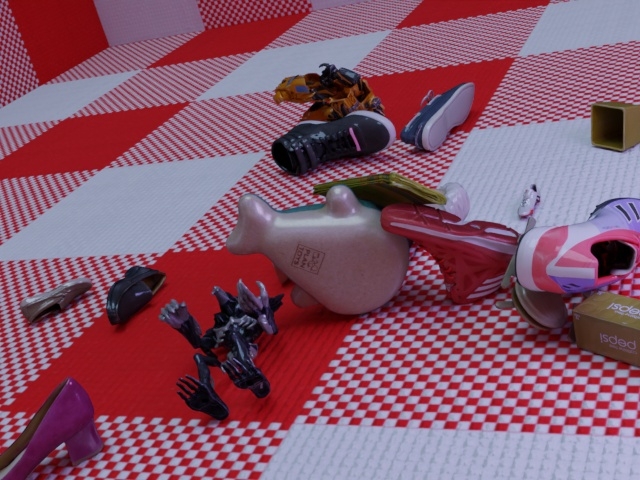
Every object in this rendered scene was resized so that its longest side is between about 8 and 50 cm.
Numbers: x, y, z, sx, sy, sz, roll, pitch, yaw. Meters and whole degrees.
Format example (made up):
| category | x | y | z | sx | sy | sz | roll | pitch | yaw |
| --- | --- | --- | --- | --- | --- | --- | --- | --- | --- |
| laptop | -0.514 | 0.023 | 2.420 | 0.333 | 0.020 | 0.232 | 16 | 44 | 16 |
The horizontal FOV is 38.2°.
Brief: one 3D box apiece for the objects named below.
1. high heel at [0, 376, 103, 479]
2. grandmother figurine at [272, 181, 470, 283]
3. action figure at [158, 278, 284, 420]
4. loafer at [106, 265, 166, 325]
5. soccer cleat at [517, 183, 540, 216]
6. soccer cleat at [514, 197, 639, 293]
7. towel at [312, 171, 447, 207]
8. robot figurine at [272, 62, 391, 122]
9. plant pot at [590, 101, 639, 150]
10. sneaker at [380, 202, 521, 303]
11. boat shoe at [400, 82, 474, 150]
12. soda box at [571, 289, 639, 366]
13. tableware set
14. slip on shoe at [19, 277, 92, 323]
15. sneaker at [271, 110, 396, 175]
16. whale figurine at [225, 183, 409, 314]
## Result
| category | x | y | z | sx | sy | sz | roll | pitch | yaw |
| --- | --- | --- | --- | --- | --- | --- | --- | --- | --- |
| high heel | -0.408 | 0.274 | 1.200 | 0.244 | 0.117 | 0.082 | -23 | 25 | -16 |
| grandmother figurine | 0.085 | -0.019 | 1.555 | 0.343 | 0.104 | 0.207 | -16 | 45 | 3 |
| action figure | -0.134 | 0.126 | 1.331 | 0.164 | 0.141 | 0.275 | -25 | 25 | 8 |
| loafer | -0.323 | 0.091 | 1.614 | 0.061 | 0.062 | 0.170 | -4 | 27 | 13 |
| soccer cleat | 0.353 | -0.068 | 1.573 | 0.029 | 0.035 | 0.083 | 2 | 29 | 33 |
| soccer cleat | 0.393 | 0.011 | 1.243 | 0.318 | 0.108 | 0.116 | -13 | 17 | -42 |
| towel | 0.084 | -0.068 | 1.402 | 0.237 | 0.102 | 0.021 | -2 | 67 | 61 |
| robot figurine | 0.028 | -0.305 | 2.107 | 0.291 | 0.211 | 0.085 | 11 | 57 | 52 |
| plant pot | 0.564 | -0.220 | 1.726 | 0.083 | 0.081 | 0.081 | -16 | 22 | -27 |
| sneaker | 0.178 | 0.029 | 1.332 | 0.221 | 0.128 | 0.087 | 13 | 22 | -11 |
| boat shoe | 0.259 | -0.274 | 2.013 | 0.079 | 0.095 | 0.254 | 14 | 45 | 30 |
| soda box | 0.399 | 0.116 | 1.125 | 0.061 | 0.058 | 0.181 | -30 | 27 | -31 |
| tableware set | 0.306 | 0.060 | 1.277 | 0.039 | 0.128 | 0.194 | -50 | 1 | 39 |
| slip on shoe | -0.478 | 0.110 | 1.692 | 0.135 | 0.051 | 0.041 | -20 | 63 | -29 |
| sneaker | 0.018 | -0.200 | 1.992 | 0.296 | 0.104 | 0.147 | 1 | 32 | 42 |
| whale figurine | 0.000 | 0.000 | 1.400 | 0.272 | 0.216 | 0.141 | 16 | 29 | -4 |
